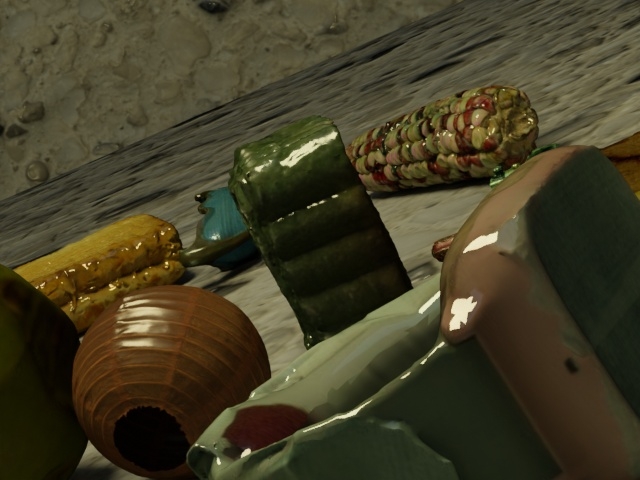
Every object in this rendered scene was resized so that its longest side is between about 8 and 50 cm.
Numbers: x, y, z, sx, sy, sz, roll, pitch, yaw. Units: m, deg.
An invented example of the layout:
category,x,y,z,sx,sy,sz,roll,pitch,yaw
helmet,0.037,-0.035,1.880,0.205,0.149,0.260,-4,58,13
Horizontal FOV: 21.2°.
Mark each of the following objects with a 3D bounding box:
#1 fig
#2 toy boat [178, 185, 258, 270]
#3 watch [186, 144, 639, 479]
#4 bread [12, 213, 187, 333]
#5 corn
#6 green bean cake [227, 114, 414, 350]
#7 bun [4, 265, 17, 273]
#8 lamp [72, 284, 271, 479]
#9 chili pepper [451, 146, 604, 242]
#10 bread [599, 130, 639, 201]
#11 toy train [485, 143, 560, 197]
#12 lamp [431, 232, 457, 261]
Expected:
category,x,y,z,sx,sy,sz,roll,pitch,yaw
fig,-0.294,0.133,1.201,0.271,0.239,0.239,-56,22,-17
toy boat,-0.112,-0.008,1.815,0.077,0.075,0.185,-21,15,0
watch,0.062,0.085,0.908,0.241,0.162,0.253,-32,3,31
bread,-0.243,0.044,1.823,0.211,0.083,0.114,-27,17,-16
corn,0.118,-0.094,1.739,0.092,0.092,0.280,-31,8,-32
green bean cake,0.000,0.000,1.296,0.094,0.173,0.181,-26,12,-1
bun,-0.354,0.110,1.655,0.195,0.118,0.195,-26,16,8
lamp,-0.100,0.095,1.158,0.136,0.136,0.136,-23,11,5
chili pepper,0.189,-0.021,1.304,0.098,0.061,0.224,5,25,40
bread,0.209,-0.008,1.122,0.181,0.096,0.222,-23,10,-10
toy train,0.175,-0.046,1.461,0.083,0.053,0.033,-18,13,20
lamp,0.133,0.003,1.388,0.063,0.031,0.083,-30,16,-22
